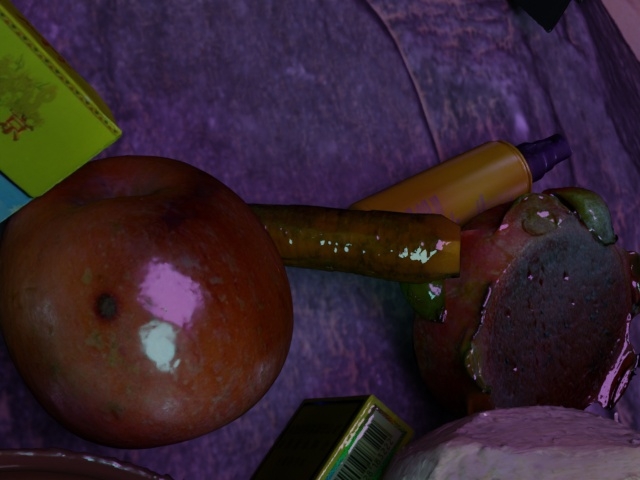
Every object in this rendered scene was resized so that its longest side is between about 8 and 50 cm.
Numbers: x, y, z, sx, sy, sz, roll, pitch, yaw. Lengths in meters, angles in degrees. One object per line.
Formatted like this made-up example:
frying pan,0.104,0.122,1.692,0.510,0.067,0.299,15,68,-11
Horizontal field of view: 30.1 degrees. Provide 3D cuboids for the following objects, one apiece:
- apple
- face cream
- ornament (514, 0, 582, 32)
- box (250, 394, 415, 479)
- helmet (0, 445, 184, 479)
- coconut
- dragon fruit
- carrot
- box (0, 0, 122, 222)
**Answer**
apple,-0.146,0.043,0.964,0.253,0.253,0.254,5,80,-25
face cream,0.154,-0.052,1.226,0.273,0.078,0.078,-25,93,-27
ornament,0.296,-0.319,1.350,0.081,0.088,0.203,44,50,13
box,-0.024,0.242,1.056,0.064,0.141,0.220,44,65,-15
helmet,-0.189,0.304,0.898,0.385,0.230,0.338,-9,89,1
coconut,0.162,0.277,0.960,0.254,0.297,0.297,-3,82,-6
dragon fruit,0.202,0.085,1.179,0.268,0.130,0.295,46,68,-32
carrot,0.000,0.000,1.095,0.260,0.070,0.070,5,78,4
box,-0.331,-0.044,0.869,0.335,0.047,0.187,-35,140,4
